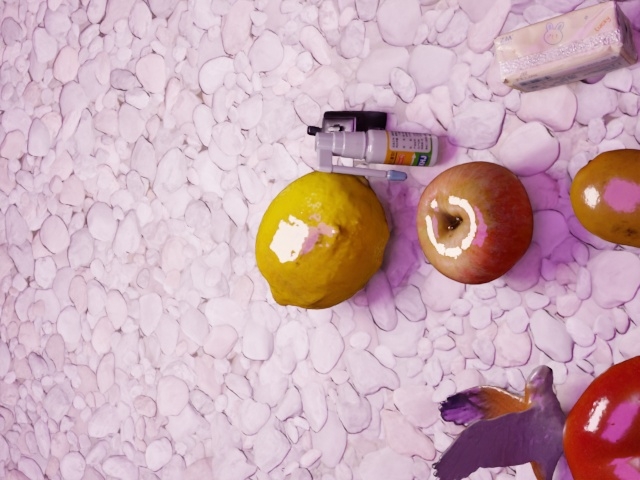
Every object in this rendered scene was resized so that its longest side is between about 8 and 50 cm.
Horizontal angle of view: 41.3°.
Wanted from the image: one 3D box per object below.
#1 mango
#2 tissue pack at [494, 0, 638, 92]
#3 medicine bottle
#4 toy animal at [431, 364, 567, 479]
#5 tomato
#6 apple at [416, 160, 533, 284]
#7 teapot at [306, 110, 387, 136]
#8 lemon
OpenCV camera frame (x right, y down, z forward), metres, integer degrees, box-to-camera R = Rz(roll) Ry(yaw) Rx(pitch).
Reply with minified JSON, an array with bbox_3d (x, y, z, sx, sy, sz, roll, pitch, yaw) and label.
[{"bbox_3d":[0.503,-0.063,1.322,0.221,0.120,0.152,14,100,23],"label":"mango"},{"bbox_3d":[0.398,-0.308,1.368,0.196,0.148,0.092,-11,85,29],"label":"tissue pack"},{"bbox_3d":[0.100,-0.153,1.515,0.220,0.061,0.092,3,69,-9],"label":"medicine bottle"},{"bbox_3d":[0.358,0.371,1.400,0.302,0.225,0.284,-31,93,15],"label":"toy animal"},{"bbox_3d":[0.510,0.305,1.241,0.298,0.226,0.299,-2,83,13],"label":"tomato"},{"bbox_3d":[0.261,-0.032,1.438,0.209,0.164,0.210,-3,86,42],"label":"apple"},{"bbox_3d":[0.049,-0.205,1.600,0.177,0.096,0.087,5,92,31],"label":"teapot"},{"bbox_3d":[0.000,0.000,1.553,0.233,0.233,0.288,36,101,26],"label":"lemon"}]
